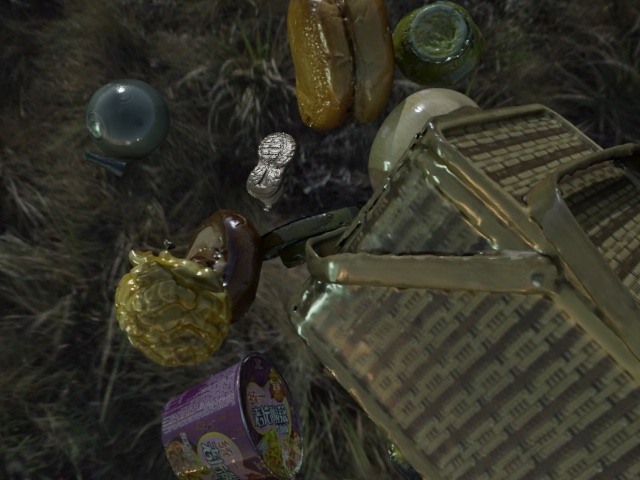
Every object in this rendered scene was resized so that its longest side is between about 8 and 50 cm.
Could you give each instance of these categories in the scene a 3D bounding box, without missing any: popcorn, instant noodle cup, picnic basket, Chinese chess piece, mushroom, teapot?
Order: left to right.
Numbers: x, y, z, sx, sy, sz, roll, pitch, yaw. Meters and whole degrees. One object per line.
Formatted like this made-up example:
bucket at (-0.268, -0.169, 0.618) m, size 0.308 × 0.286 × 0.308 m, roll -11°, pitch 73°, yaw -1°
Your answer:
teapot at (-0.567, -0.206, 1.806) m, size 0.111 × 0.043 × 0.042 m, roll 22°, pitch 81°, yaw -20°
popcorn at (-0.208, 0.091, 0.974) m, size 0.180 × 0.180 × 0.170 m, roll 15°, pitch 82°, yaw 1°
mushroom at (-0.183, 0.060, 1.257) m, size 0.138 × 0.194 × 0.231 m, roll 25°, pitch 80°, yaw -14°
instant noodle cup at (-0.233, 0.489, 1.780) m, size 0.266 × 0.340 × 0.339 m, roll -23°, pitch 83°, yaw 14°
Chinese chess piece at (0.210, -0.162, 1.312) m, size 0.257 × 0.257 × 0.104 m, roll -46°, pitch 53°, yaw -7°
picnic basket at (0.166, 0.061, 0.413) m, size 0.313 × 0.228 × 0.175 m, roll 46°, pitch 123°, yaw 18°

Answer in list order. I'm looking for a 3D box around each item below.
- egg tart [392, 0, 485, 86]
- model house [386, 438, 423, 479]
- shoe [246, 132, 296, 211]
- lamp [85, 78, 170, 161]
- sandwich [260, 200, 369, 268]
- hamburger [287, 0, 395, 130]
egg tart at (0.238, -0.402, 1.396) m, size 0.197 × 0.078 × 0.197 m, roll 0°, pitch 85°, yaw 4°
model house at (0.267, 0.363, 1.270) m, size 0.234 × 0.175 × 0.193 m, roll -39°, pitch 98°, yaw 10°
shoe at (-0.099, -0.152, 1.542) m, size 0.089 × 0.092 × 0.180 m, roll 9°, pitch 62°, yaw 16°
lamp at (-0.243, -0.151, 0.867) m, size 0.105 × 0.105 × 0.105 m, roll 0°, pitch 82°, yaw -1°
sandwich at (-0.004, 0.004, 1.310) m, size 0.235 × 0.159 × 0.079 m, roll -13°, pitch 75°, yaw -15°
hamburger at (0.030, -0.370, 1.318) m, size 0.170 × 0.290 × 0.314 m, roll -14°, pitch 111°, yaw -15°
